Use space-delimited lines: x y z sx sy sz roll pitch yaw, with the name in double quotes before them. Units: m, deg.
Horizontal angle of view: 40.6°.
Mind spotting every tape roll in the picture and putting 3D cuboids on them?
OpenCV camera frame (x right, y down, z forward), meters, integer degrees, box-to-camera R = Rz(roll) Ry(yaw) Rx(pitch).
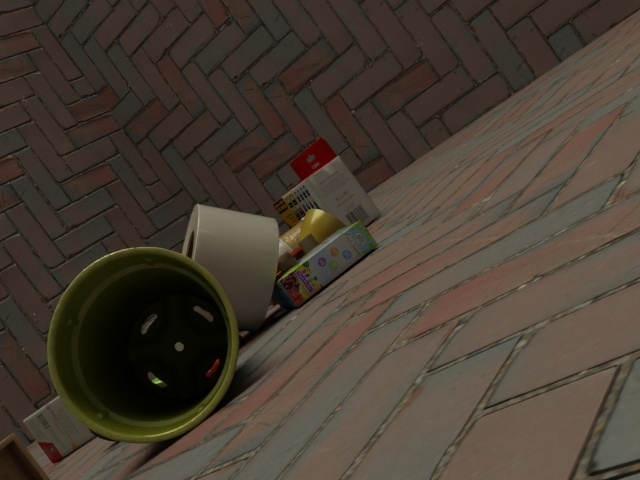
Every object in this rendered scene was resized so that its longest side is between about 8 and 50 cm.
"tape roll" -0.195 0.058 1.786 0.246 0.169 0.246 -169 90 -76

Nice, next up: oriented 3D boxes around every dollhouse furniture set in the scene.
"dollhouse furniture set" -0.135 0.088 2.033 0.259 0.135 0.262 -38 4 -27

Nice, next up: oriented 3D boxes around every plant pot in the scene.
"plant pot" -0.245 0.162 1.343 0.276 0.276 0.254 -36 -8 -2
"plant pot" 0.000 0.000 2.127 0.095 0.134 0.134 -57 11 -21

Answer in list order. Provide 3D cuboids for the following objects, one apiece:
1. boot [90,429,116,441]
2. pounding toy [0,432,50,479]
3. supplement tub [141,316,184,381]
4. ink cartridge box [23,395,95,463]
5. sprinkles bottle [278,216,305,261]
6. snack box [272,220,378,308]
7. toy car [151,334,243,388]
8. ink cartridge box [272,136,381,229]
"boot" -0.370 0.325 1.638 0.158 0.059 0.085 -26 26 28
"pounding toy" -0.676 0.461 1.707 0.094 0.206 0.181 -34 4 32
"supplement tub" -0.323 0.233 1.849 0.144 0.144 0.199 -36 3 -6
"ink cartridge box" -0.591 0.425 2.043 0.175 0.127 0.072 -34 1 21
"sprinkles bottle" -0.115 0.066 2.259 0.355 0.121 0.121 -37 3 -17
"snack box" -0.001 0.051 1.764 0.207 0.070 0.174 -36 3 -15
"toy car" -0.263 0.257 1.677 0.225 0.053 0.239 -35 3 7
"ink cartridge box" -0.009 -0.116 2.444 0.130 0.272 0.309 -37 3 -22
